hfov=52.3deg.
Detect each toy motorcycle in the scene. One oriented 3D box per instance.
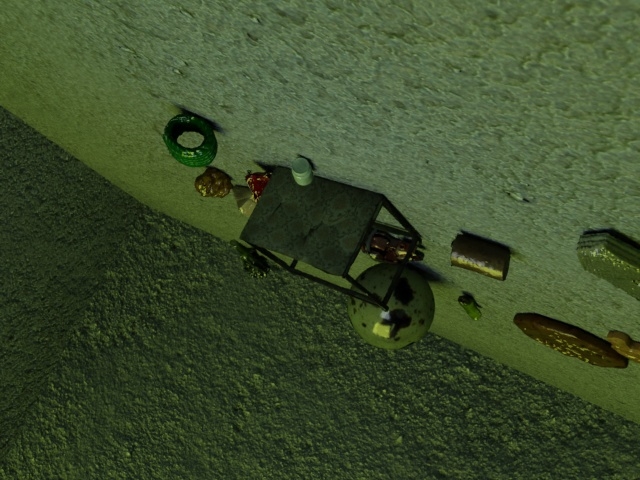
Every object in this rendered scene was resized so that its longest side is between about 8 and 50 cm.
[{"bbox_3d":[0.182,0.018,1.825,0.213,0.084,0.118,11,163,33],"label":"toy motorcycle"}]

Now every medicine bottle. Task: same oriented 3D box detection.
[{"bbox_3d":[-0.042,-0.162,1.527,0.047,0.047,0.083,24,170,9],"label":"medicine bottle"}]

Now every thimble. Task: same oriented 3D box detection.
[{"bbox_3d":[-0.318,-0.246,1.596,0.130,0.118,0.090,7,166,2],"label":"thimble"}]

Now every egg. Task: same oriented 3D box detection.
[{"bbox_3d":[0.227,0.212,2.156,0.288,0.287,0.379,28,179,-12],"label":"egg"}]

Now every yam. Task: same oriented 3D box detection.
[{"bbox_3d":[0.361,0.037,1.470,0.127,0.084,0.084,17,168,26],"label":"yam"}]

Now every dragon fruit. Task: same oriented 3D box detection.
[{"bbox_3d":[-0.128,-0.143,1.774,0.102,0.096,0.147,11,129,40],"label":"dragon fruit"}]

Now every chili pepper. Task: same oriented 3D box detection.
[{"bbox_3d":[0.499,0.220,2.197,0.052,0.050,0.202,3,160,29],"label":"chili pepper"}]

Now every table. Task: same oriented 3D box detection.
[{"bbox_3d":[0.030,-0.005,1.674,0.335,0.222,0.272,20,168,35],"label":"table"}]

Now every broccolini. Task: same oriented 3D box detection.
[{"bbox_3d":[-0.175,0.038,1.657,0.091,0.068,0.202,54,170,22],"label":"broccolini"}]

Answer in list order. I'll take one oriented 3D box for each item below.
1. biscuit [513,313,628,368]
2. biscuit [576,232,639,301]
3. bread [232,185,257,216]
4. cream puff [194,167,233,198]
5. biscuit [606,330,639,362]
[{"bbox_3d":[0.769,0.314,2.019,0.359,0.046,0.359,24,170,5],"label":"biscuit"},{"bbox_3d":[0.556,0.059,1.148,0.250,0.046,0.147,28,171,-11],"label":"biscuit"},{"bbox_3d":[-0.225,-0.153,2.150,0.077,0.105,0.152,33,-160,-38],"label":"bread"},{"bbox_3d":[-0.349,-0.180,2.110,0.122,0.094,0.116,30,169,2],"label":"cream puff"},{"bbox_3d":[0.854,0.301,1.754,0.144,0.040,0.236,25,170,40],"label":"biscuit"}]
